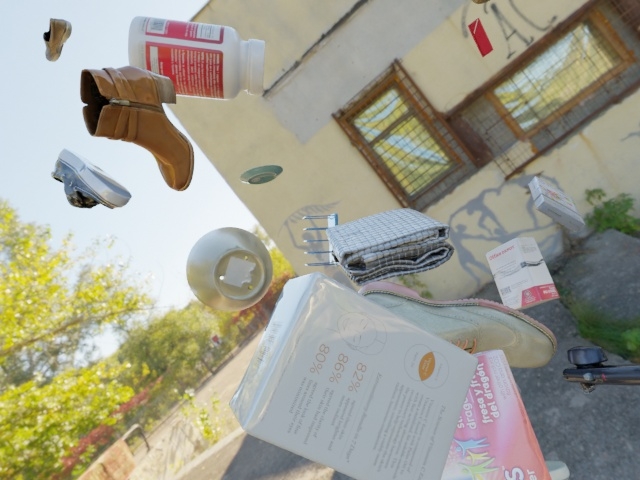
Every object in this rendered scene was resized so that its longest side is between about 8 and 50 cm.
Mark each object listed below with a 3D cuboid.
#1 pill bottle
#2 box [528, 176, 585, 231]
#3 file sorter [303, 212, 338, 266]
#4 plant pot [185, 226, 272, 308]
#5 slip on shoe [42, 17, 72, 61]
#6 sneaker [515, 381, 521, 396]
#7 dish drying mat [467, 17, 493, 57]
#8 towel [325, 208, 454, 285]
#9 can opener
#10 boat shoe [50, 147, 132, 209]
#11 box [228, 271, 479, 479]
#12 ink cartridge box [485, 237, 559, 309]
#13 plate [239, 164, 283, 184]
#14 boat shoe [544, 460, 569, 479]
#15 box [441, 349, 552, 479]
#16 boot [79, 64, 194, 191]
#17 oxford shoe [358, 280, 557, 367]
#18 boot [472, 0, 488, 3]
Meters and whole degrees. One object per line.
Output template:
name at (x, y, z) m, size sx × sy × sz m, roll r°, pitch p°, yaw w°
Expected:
pill bottle at (-0.392, -0.589, 1.349) m, size 0.408 × 0.229 × 0.229 m, roll 3°, pitch -8°, yaw -10°
box at (0.740, -0.118, 1.291) m, size 0.038 × 0.145 × 0.186 m, roll -60°, pitch 1°, yaw 35°
file sorter at (0.000, 0.000, 1.355) m, size 0.104 × 0.170 × 0.118 m, roll -2°, pitch 0°, yaw -10°
plant pot at (-0.235, 0.083, 1.109) m, size 0.256 × 0.256 × 0.274 m, roll -38°, pitch 9°, yaw -14°
slip on shoe at (-0.617, -0.462, 0.942) m, size 0.135 × 0.051 × 0.041 m, roll -15°, pitch -8°, yaw 40°
sneaker at (0.490, 0.358, 1.165) m, size 0.083 × 0.215 × 0.084 m, roll -24°, pitch -22°, yaw -42°
dish drying mat at (0.381, -0.481, 0.972) m, size 0.032 × 0.083 × 0.008 m, roll -37°, pitch 21°, yaw 3°
towel at (0.172, 0.017, 1.086) m, size 0.284 × 0.121 × 0.235 m, roll -16°, pitch 19°, yaw -6°
can opener at (0.463, 0.210, 0.649) m, size 0.059 × 0.073 × 0.186 m, roll -16°, pitch -9°, yaw -14°
boat shoe at (-0.408, -0.092, 0.707) m, size 0.076 × 0.228 × 0.080 m, roll -58°, pitch -32°, yaw -2°
box at (0.028, 0.125, 0.361) m, size 0.130 × 0.170 × 0.091 m, roll -64°, pitch 13°, yaw -18°
ink cartridge box at (0.743, 0.127, 1.522) m, size 0.100 × 0.237 × 0.172 m, roll -4°, pitch -21°, yaw -22°
plate at (-0.247, -0.270, 1.722) m, size 0.188 × 0.024 × 0.188 m, roll -15°, pitch -9°, yaw -2°
boat shoe at (0.322, 0.449, 0.702) m, size 0.227 × 0.081 × 0.079 m, roll -24°, pitch -18°, yaw 6°
box at (0.168, 0.286, 0.438) m, size 0.142 × 0.300 × 0.154 m, roll -16°, pitch -22°, yaw 6°
boot at (-0.393, -0.233, 0.897) m, size 0.109 × 0.283 × 0.220 m, roll 4°, pitch 17°, yaw 21°
oxford shoe at (0.251, 0.196, 0.803) m, size 0.146 × 0.397 × 0.140 m, roll -55°, pitch -29°, yaw -60°
boot at (0.597, -0.946, 1.329) m, size 0.236 × 0.089 × 0.269 m, roll -42°, pitch -14°, yaw 7°
